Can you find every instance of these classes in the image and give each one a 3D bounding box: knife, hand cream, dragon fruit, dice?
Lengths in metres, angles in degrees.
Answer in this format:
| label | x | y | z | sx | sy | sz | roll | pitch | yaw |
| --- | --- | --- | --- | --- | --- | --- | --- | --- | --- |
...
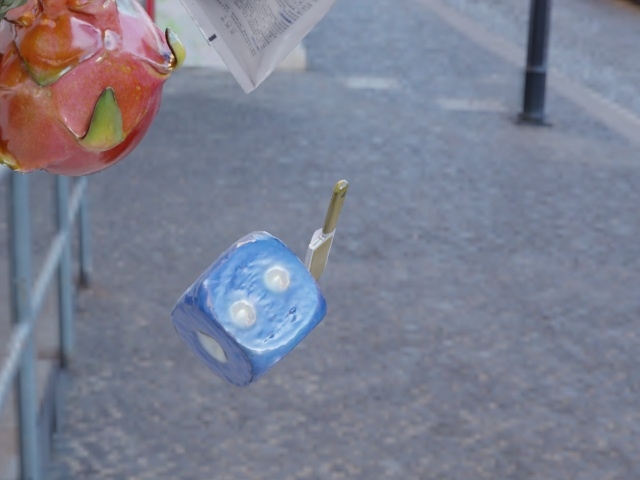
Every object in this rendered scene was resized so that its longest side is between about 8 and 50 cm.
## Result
| label | x | y | z | sx | sy | sz | roll | pitch | yaw |
| --- | --- | --- | --- | --- | --- | --- | --- | --- | --- |
| knife | -0.001 | -0.001 | 1.882 | 0.022 | 0.256 | 0.046 | 39 | 61 | 14 |
| hand cream | -0.023 | -0.157 | 0.887 | 0.142 | 0.084 | 0.053 | -32 | 3 | 41 |
| dragon fruit | -0.265 | -0.185 | 1.557 | 0.224 | 0.227 | 0.224 | 24 | 17 | -8 |
| dice | -0.087 | 0.083 | 1.782 | 0.146 | 0.143 | 0.146 | -42 | -1 | -22 |

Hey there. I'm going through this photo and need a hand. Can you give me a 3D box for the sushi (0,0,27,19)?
| label | x | y | z | sx | sy | sz | roll | pitch | yaw |
| --- | --- | --- | --- | --- | --- | --- | --- | --- | --- |
| sushi | -0.411 | -0.278 | 1.305 | 0.299 | 0.294 | 0.281 | -38 | 13 | 22 |
